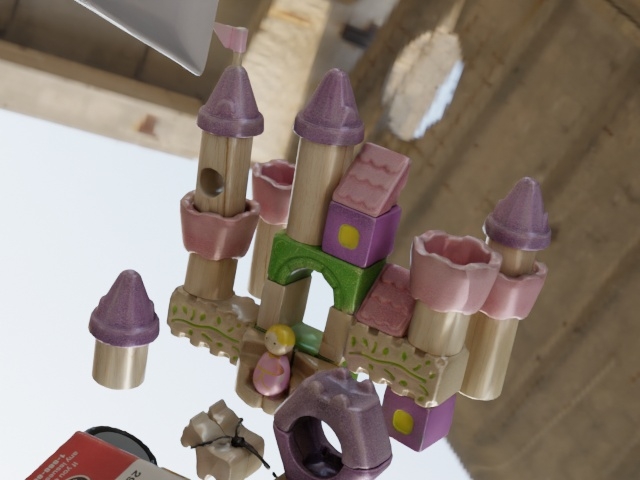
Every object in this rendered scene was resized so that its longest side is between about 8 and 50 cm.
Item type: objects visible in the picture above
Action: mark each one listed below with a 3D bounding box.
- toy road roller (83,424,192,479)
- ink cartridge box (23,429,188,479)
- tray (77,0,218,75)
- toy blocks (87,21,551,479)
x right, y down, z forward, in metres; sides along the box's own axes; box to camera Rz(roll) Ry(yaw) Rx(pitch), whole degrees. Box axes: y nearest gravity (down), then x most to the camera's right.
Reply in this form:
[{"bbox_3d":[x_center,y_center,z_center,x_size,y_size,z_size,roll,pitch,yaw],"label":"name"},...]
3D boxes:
[{"bbox_3d":[-0.181,0.363,1.192,0.202,0.241,0.329,-56,-162,25],"label":"toy road roller"},{"bbox_3d":[-0.096,0.240,0.650,0.273,0.114,0.197,15,-134,40],"label":"ink cartridge box"},{"bbox_3d":[-0.114,-0.201,0.762,0.030,0.270,0.145,10,-92,14],"label":"tray"},{"bbox_3d":[0.000,0.000,0.907,0.289,0.309,0.260,23,-64,26],"label":"toy blocks"}]
